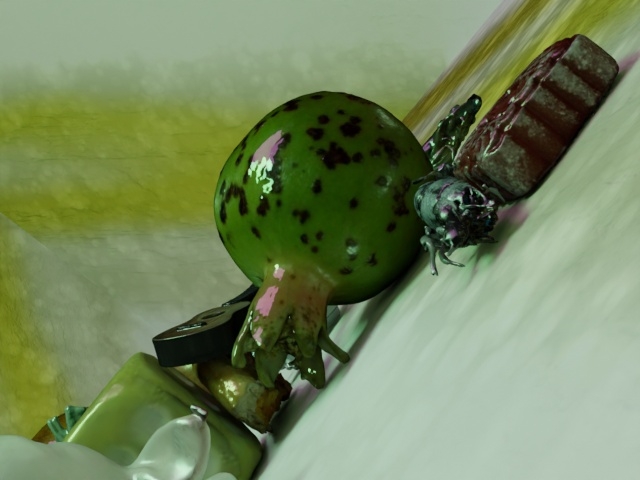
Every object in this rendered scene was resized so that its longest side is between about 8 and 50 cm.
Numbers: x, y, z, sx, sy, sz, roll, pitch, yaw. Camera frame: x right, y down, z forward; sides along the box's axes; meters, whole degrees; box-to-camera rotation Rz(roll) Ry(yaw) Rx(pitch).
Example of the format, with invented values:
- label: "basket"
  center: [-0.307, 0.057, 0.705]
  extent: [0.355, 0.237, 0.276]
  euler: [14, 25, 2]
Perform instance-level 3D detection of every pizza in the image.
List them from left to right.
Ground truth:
- label: "pizza"
  center: [-0.080, 0.148, 1.248]
  extent: [0.058, 0.127, 0.246]
  euler: [-49, -13, -2]

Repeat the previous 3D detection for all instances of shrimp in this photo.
- label: "shrimp"
  center: [0.128, -0.071, 1.358]
  extent: [0.217, 0.051, 0.150]
  euler: [-59, 5, 9]
- label: "shrimp"
  center: [0.096, -0.017, 0.924]
  extent: [0.082, 0.076, 0.174]
  euler: [-58, 2, 2]

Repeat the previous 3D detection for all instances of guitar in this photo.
- label: "guitar"
  center: [-0.085, 0.070, 1.253]
  extent: [0.084, 0.038, 0.271]
  euler: [-10, 12, 24]

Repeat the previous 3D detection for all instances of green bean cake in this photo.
- label: "green bean cake"
  center: [0.167, -0.095, 0.945]
  extent: [0.135, 0.056, 0.135]
  euler: [-52, 5, -7]

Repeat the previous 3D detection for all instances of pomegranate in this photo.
- label: "pomegranate"
  center: [0.012, -0.011, 1.162]
  extent: [0.231, 0.231, 0.286]
  euler: [-50, 33, 35]

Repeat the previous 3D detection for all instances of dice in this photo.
- label: "dice"
  center: [-0.169, 0.223, 1.179]
  extent: [0.169, 0.166, 0.169]
  euler: [-53, 3, -2]

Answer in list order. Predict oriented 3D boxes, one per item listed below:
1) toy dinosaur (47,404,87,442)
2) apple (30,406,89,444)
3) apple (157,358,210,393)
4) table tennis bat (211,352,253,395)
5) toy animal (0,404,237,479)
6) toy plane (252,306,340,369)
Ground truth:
- label: "toy dinosaur"
  center: [-0.326, 0.358, 1.241]
  extent: [0.076, 0.129, 0.383]
  euler: [52, -136, -65]
- label: "apple"
  center: [-0.258, 0.315, 1.391]
  extent: [0.237, 0.207, 0.237]
  euler: [-61, -11, -21]
- label: "apple"
  center: [-0.191, 0.207, 1.901]
  extent: [0.131, 0.146, 0.146]
  euler: [-23, 19, 31]
- label: "table tennis bat"
  center: [-0.069, 0.142, 1.805]
  extent: [0.329, 0.044, 0.215]
  euler: [-52, 3, -41]
- label: "toy animal"
  center: [-0.210, 0.252, 0.897]
  extent: [0.310, 0.247, 0.182]
  euler: [-60, -33, -64]
- label: "toy plane"
  center: [0.005, 0.064, 1.443]
  extent: [0.273, 0.107, 0.182]
  euler: [-32, -54, -38]
